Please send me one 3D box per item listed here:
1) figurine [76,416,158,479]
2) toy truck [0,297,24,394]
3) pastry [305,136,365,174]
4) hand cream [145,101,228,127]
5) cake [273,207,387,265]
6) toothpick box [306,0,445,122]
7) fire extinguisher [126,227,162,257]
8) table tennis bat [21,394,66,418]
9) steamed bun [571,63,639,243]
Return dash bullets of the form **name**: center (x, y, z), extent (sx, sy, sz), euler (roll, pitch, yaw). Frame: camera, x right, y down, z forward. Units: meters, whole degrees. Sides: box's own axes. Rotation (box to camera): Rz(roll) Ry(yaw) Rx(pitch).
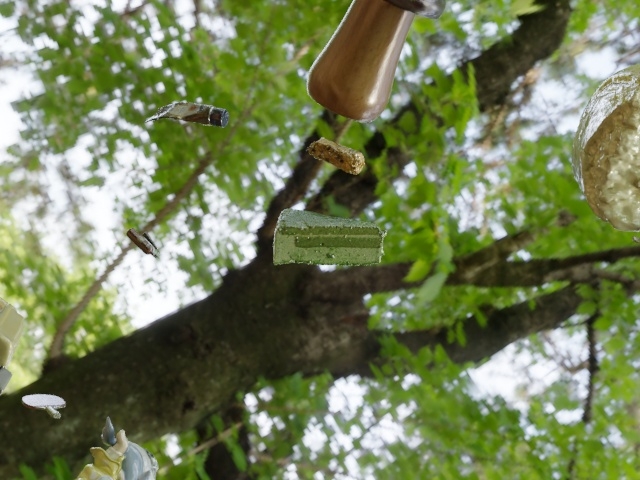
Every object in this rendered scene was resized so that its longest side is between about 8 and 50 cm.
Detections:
- **figurine**: center (-0.418, 0.469, 1.920), extent (0.208, 0.184, 0.128), euler (67, -29, 27)
- **toy truck**: center (-0.557, 0.064, 1.167), extent (0.405, 0.180, 0.254), euler (38, 18, -12)
- **pastry**: center (0.040, -0.194, 2.168), extent (0.140, 0.080, 0.056), euler (28, -70, 22)
- **hand cream**: center (-0.255, -0.241, 1.835), extent (0.163, 0.062, 0.039), euler (7, -49, 20)
- **cake**: center (0.014, 0.008, 1.999), extent (0.235, 0.099, 0.100), euler (10, -61, 13)
- **toothpick box**: center (0.093, -0.366, 1.679), extent (0.192, 0.192, 0.294), euler (41, -65, 36)
- **fire extinguisher**: center (-0.403, 0.008, 2.219), extent (0.100, 0.032, 0.046), euler (42, 13, 12)
- **table tennis bat**: center (-0.575, 0.347, 2.005), extent (0.156, 0.087, 0.013), euler (13, -83, 58)
- **steamed bun**: center (0.539, -0.158, 1.428), extent (0.273, 0.290, 0.272), euler (-111, -145, -61)
